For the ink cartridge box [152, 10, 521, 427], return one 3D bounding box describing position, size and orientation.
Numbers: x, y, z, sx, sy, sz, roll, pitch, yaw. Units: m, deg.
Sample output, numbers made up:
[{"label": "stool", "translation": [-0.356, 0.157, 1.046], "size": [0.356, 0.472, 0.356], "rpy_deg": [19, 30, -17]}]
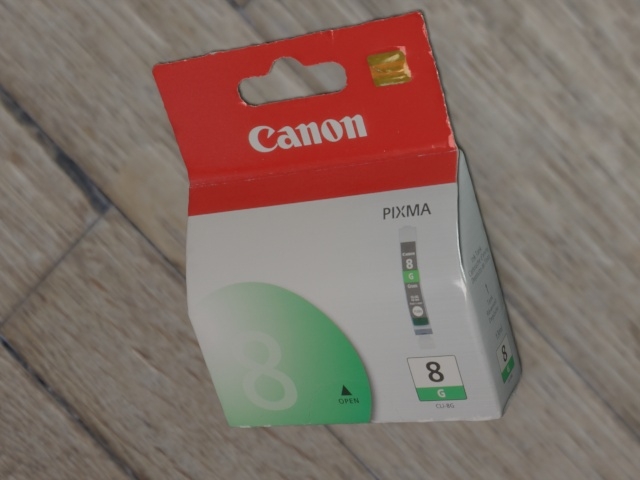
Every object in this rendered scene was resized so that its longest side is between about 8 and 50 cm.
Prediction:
[{"label": "ink cartridge box", "translation": [0.000, 0.000, 0.665], "size": [0.181, 0.056, 0.225], "rpy_deg": [-6, 115, 28]}]
